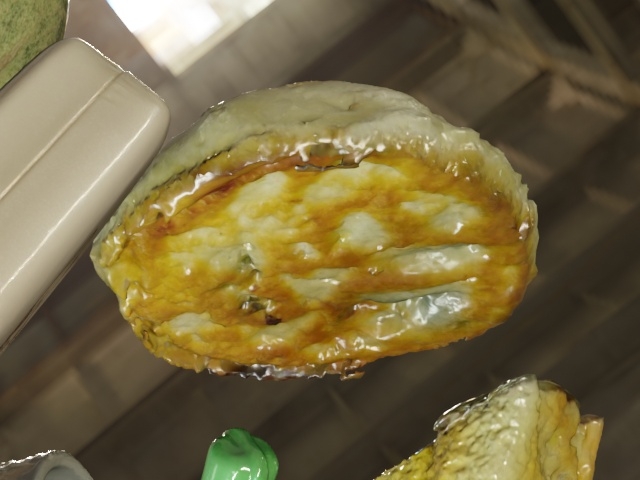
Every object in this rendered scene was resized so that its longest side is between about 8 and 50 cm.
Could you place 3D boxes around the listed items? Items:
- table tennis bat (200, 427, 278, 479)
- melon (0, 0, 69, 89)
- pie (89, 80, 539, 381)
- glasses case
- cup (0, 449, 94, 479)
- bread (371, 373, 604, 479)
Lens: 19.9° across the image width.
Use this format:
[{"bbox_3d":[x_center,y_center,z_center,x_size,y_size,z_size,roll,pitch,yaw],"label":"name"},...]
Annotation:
[{"bbox_3d":[-0.073,0.222,1.012,0.160,0.039,0.257,42,-59,52],"label":"table tennis bat"},{"bbox_3d":[-0.293,-0.102,1.087,0.329,0.248,0.248,-46,-168,-7],"label":"melon"},{"bbox_3d":[0.000,0.000,1.237,0.315,0.315,0.092,-30,-134,36],"label":"pie"},{"bbox_3d":[-0.106,0.012,0.517,0.083,0.050,0.196,-52,-177,39],"label":"glasses case"},{"bbox_3d":[-0.290,0.279,1.263,0.257,0.227,0.301,-14,164,8],"label":"cup"},{"bbox_3d":[0.105,0.216,1.320,0.251,0.174,0.133,-32,-129,11],"label":"bread"}]
